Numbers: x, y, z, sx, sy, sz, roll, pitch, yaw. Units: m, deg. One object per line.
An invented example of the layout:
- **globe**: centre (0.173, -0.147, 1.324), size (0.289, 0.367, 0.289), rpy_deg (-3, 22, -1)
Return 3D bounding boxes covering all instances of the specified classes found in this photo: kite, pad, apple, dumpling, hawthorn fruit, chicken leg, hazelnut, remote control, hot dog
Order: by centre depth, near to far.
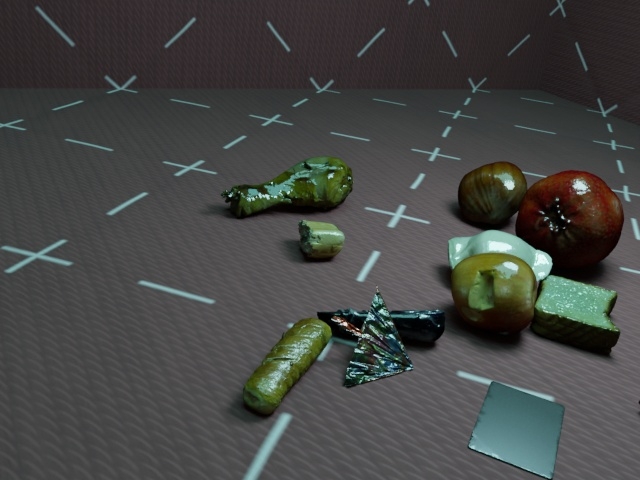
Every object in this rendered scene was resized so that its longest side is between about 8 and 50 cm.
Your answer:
- **pad**: centre (0.349, 0.326, 1.174), size (0.143, 0.003, 0.211), rpy_deg (17, 27, 20)
- **hot dog**: centre (-0.054, 0.219, 1.228), size (0.088, 0.061, 0.286), rpy_deg (24, 29, 8)
- **kite**: centre (0.103, 0.193, 1.289), size (0.189, 0.009, 0.232), rpy_deg (31, 52, -6)
- **remote control**: centre (0.125, 0.173, 1.373), size (0.266, 0.066, 0.090), rpy_deg (2, -11, -4)
- **apple**: centre (0.374, 0.109, 1.452), size (0.199, 0.199, 0.199), rpy_deg (6, 25, -3)
- **dumpling**: centre (0.425, 0.064, 1.612), size (0.252, 0.131, 0.179), rpy_deg (12, 41, 11)
- **hawthorn fruit**: centre (0.681, -0.052, 1.786), size (0.265, 0.265, 0.307), rpy_deg (30, 13, 39)
- **chicken leg**: centre (-0.085, -0.146, 1.914), size (0.429, 0.153, 0.201), rpy_deg (-15, 20, -26)
- **hazelnut**: centre (0.522, -0.134, 2.008), size (0.210, 0.210, 0.186), rpy_deg (24, 7, 31)

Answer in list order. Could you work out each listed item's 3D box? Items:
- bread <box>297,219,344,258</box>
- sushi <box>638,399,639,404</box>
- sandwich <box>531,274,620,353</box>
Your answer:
- **bread**: centre (0.000, -0.001, 1.682), size (0.106, 0.082, 0.125), rpy_deg (11, 13, -17)
- **sushi**: centre (0.677, 0.297, 1.140), size (0.107, 0.161, 0.241), rpy_deg (-7, 30, -24)
- **sandwich**: centre (0.577, 0.160, 1.512), size (0.186, 0.065, 0.214), rpy_deg (17, 26, 19)
